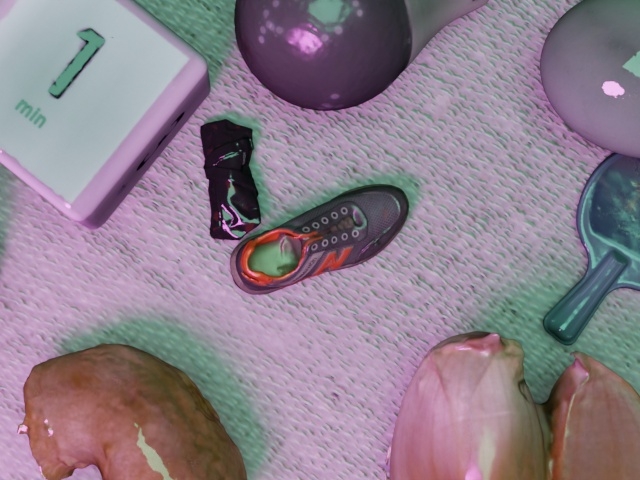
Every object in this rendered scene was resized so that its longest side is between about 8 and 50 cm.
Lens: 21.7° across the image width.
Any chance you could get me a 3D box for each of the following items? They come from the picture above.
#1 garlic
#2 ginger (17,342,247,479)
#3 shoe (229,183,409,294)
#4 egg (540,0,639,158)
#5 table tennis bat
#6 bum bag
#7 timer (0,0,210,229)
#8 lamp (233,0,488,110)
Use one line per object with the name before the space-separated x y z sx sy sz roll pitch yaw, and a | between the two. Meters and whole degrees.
garlic | 0.206 0.249 1.599 0.286 0.249 0.313 -14 68 13
ginger | -0.167 0.200 1.620 0.267 0.138 0.152 36 100 12
shoe | 0.002 -0.001 1.663 0.194 0.077 0.074 -23 88 -3
egg | 0.330 -0.163 1.642 0.231 0.168 0.168 12 87 -4
table tennis bat | 0.310 0.007 1.701 0.149 0.038 0.237 41 83 -1
bum bag | -0.091 -0.061 1.683 0.058 0.034 0.124 -9 87 11
timer | -0.237 -0.144 1.600 0.194 0.192 0.195 38 86 -1
lamp | 0.060 -0.255 1.632 0.314 0.182 0.182 -35 89 -9
